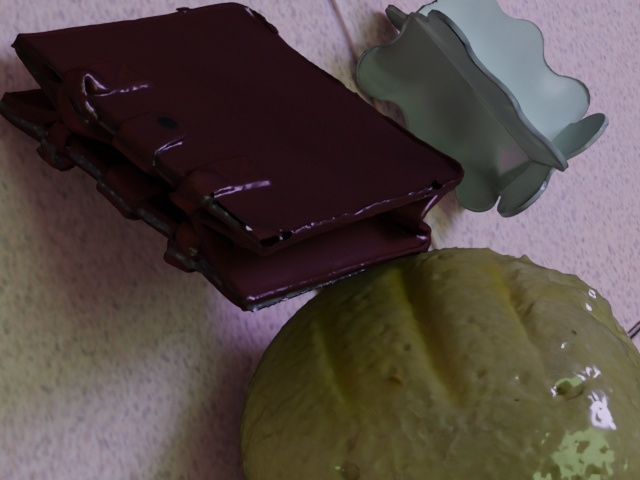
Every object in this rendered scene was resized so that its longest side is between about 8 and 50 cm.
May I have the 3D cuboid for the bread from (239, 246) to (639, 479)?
[{"bbox_3d":[0.097,0.146,1.279,0.237,0.320,0.320,56,37,-30],"label":"bread"}]

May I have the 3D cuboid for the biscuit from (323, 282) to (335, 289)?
[{"bbox_3d":[0.000,0.000,1.466,0.082,0.016,0.092,48,39,-22],"label":"biscuit"}]

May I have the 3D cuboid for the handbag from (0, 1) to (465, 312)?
[{"bbox_3d":[-0.058,-0.066,1.250,0.260,0.084,0.275,40,29,23],"label":"handbag"}]

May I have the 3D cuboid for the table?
[{"bbox_3d":[0.143,-0.143,1.624,0.198,0.166,0.166,47,40,-18],"label":"table"}]
